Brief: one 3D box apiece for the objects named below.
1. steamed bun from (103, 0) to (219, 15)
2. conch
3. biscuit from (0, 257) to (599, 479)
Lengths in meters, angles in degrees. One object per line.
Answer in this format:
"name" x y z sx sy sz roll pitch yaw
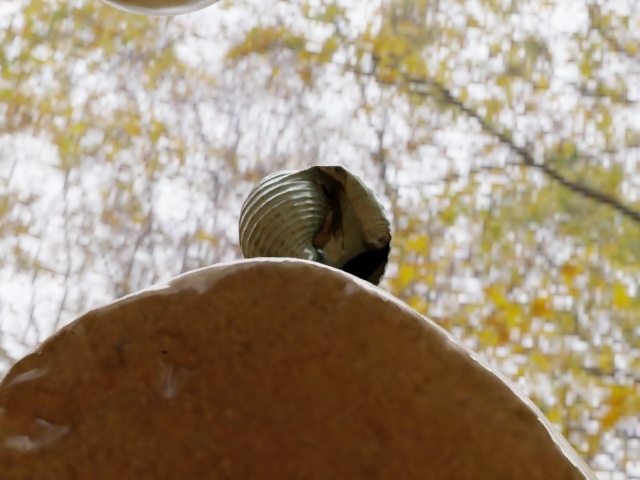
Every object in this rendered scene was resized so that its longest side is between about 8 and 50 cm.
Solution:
"steamed bun" -0.095 -0.329 1.486 0.206 0.324 0.324 36 -47 -6
"conch" 0.001 -0.001 1.601 0.135 0.153 0.102 -36 -14 12
"biscuit" -0.010 0.177 0.616 0.287 0.344 0.057 -37 -22 -4
